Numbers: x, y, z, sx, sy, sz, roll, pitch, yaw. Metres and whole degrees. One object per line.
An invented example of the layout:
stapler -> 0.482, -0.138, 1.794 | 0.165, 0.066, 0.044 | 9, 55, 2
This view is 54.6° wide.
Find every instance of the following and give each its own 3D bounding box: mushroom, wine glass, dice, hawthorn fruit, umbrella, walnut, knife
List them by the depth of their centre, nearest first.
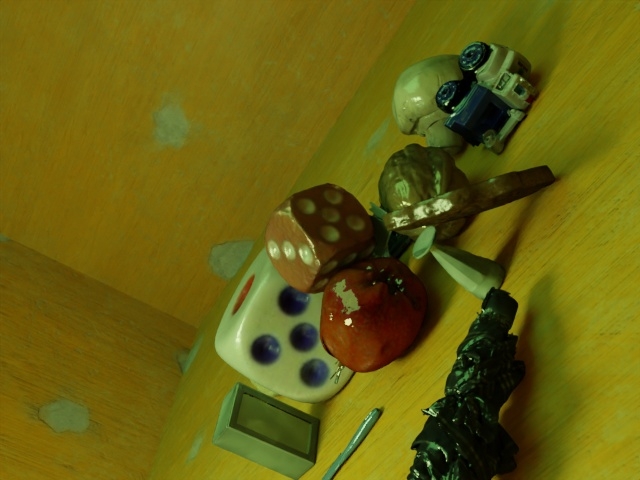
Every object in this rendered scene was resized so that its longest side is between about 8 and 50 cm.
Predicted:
umbrella -> 0.229, 0.225, 0.873 | 0.128, 0.154, 0.336 | 5, 39, 33
wine glass -> 0.241, 0.037, 1.081 | 0.073, 0.155, 0.073 | -51, 17, 22
hawthorn fruit -> 0.089, 0.176, 1.270 | 0.211, 0.211, 0.299 | -90, 21, -62
knife -> 0.036, 0.458, 1.281 | 0.313, 0.019, 0.044 | -58, 7, 17
dice -> 0.000, 0.000, 1.318 | 0.175, 0.179, 0.174 | -24, -25, -37
walnut -> 0.222, -0.100, 1.326 | 0.198, 0.198, 0.245 | -52, 25, 33
dice -> -0.059, 0.198, 1.515 | 0.304, 0.304, 0.277 | -61, 13, 2
mushroom -> 0.295, -0.323, 1.521 | 0.260, 0.234, 0.254 | -14, -7, -46

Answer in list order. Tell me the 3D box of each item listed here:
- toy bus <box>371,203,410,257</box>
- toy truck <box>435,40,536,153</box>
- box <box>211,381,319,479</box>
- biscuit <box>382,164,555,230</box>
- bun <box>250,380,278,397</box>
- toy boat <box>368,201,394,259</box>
toy bus -> 0.174, -0.034, 1.544 | 0.265, 0.121, 0.120 | -53, 8, 31
toy truck -> 0.372, -0.309, 1.341 | 0.213, 0.161, 0.177 | -58, 34, 12
box -> -0.122, 0.439, 1.436 | 0.086, 0.225, 0.129 | -52, 18, 33
biscuit -> 0.261, -0.068, 1.083 | 0.273, 0.049, 0.257 | -21, -5, 38
bun -> -0.146, 0.356, 1.864 | 0.220, 0.134, 0.220 | -60, 14, 24
toy boat -> 0.114, 0.012, 1.385 | 0.067, 0.220, 0.291 | -34, -22, -16
